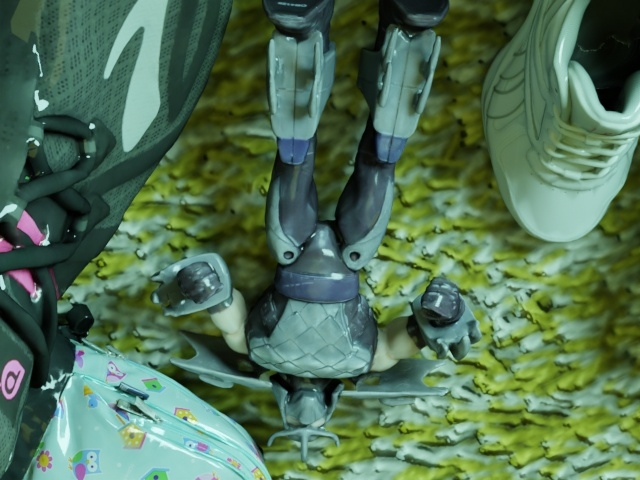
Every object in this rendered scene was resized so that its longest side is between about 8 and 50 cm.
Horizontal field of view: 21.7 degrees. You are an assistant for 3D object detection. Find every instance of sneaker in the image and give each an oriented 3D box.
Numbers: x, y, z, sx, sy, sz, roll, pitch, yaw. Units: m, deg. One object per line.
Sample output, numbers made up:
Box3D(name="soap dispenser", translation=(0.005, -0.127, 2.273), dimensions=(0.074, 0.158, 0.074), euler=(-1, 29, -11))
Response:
Box3D(name="sneaker", translation=(0.137, -0.077, 0.876), dimensions=(0.090, 0.115, 0.232), euler=(3, 131, -1))
Box3D(name="sneaker", translation=(-0.174, 0.016, 0.831), dimensions=(0.185, 0.202, 0.483), euler=(30, 92, -36))

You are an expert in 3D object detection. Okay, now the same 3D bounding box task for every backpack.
Box3D(name="backpack", translation=(-0.116, 0.142, 0.963), dimensions=(0.182, 0.115, 0.152), euler=(26, 104, -14))

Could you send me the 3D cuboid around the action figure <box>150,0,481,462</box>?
Box3D(name="action figure", translation=(0.000, 0.000, 0.928), dimensions=(0.185, 0.099, 0.285), euler=(2, 113, -9))
